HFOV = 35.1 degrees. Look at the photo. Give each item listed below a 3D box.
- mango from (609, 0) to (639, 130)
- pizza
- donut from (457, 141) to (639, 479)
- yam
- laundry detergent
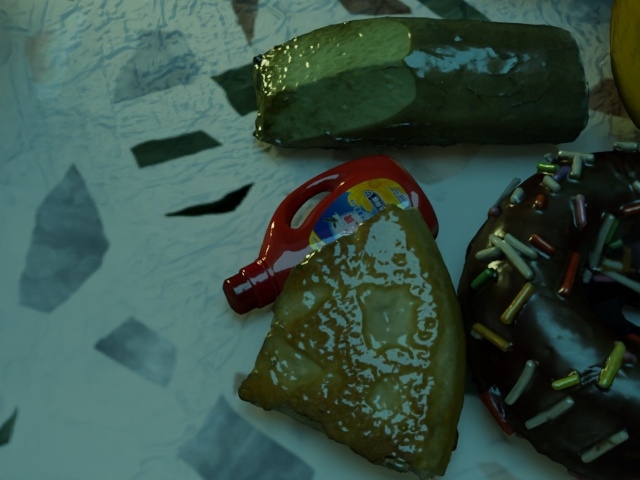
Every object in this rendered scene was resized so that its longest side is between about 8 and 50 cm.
[{"bbox_3d":[0.323,-0.221,0.787,0.182,0.253,0.365,4,58,14],"label":"mango"},{"bbox_3d":[0.022,0.080,0.683,0.161,0.062,0.182,-17,76,-2],"label":"pizza"},{"bbox_3d":[0.223,0.045,0.699,0.270,0.103,0.269,2,54,-2],"label":"donut"},{"bbox_3d":[0.075,-0.125,0.809,0.259,0.106,0.106,-1,56,-5],"label":"yam"},{"bbox_3d":[0.000,0.000,0.748,0.165,0.049,0.097,-27,65,-18],"label":"laundry detergent"}]
